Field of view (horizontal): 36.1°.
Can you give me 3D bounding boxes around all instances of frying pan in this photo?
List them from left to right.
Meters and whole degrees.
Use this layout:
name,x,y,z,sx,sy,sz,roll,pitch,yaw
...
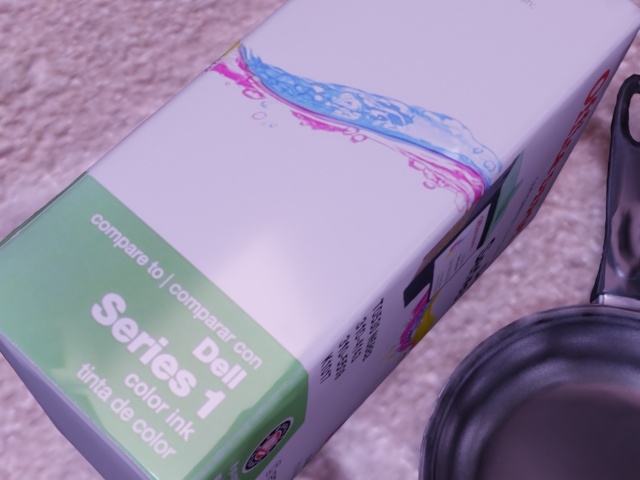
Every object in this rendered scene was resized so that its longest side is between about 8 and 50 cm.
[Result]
name,x,y,z,sx,sy,sz,roll,pitch,yaw
frying pan,0.131,0.070,0.514,0.197,0.053,0.326,-10,64,-7

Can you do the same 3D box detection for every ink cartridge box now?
name,x,y,z,sx,sy,sz,roll,pitch,yaw
ink cartridge box,0.000,0.000,0.456,0.117,0.201,0.278,40,69,14
